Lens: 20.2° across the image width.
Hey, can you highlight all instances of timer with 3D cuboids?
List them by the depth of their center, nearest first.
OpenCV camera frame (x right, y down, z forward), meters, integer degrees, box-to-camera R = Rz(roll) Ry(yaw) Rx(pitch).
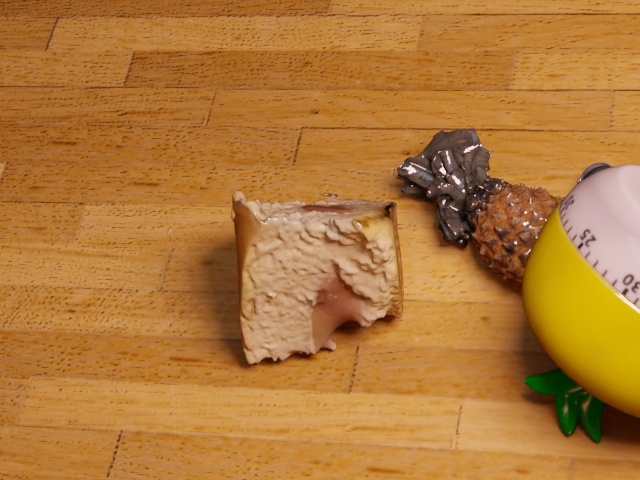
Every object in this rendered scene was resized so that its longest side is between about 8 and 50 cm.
[{"bbox_3d":[0.309,0.089,1.820,0.285,0.285,0.285,-7,52,9],"label":"timer"}]

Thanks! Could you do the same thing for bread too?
[{"bbox_3d":[0.000,-0.011,1.975,0.183,0.224,0.211,0,45,7],"label":"bread"}]

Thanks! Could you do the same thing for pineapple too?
[{"bbox_3d":[0.184,-0.040,2.018,0.119,0.111,0.237,-15,38,-37],"label":"pineapple"}]

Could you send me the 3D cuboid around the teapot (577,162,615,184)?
[{"bbox_3d":[0.329,-0.058,2.023,0.088,0.066,0.057,-2,32,-15],"label":"teapot"}]
